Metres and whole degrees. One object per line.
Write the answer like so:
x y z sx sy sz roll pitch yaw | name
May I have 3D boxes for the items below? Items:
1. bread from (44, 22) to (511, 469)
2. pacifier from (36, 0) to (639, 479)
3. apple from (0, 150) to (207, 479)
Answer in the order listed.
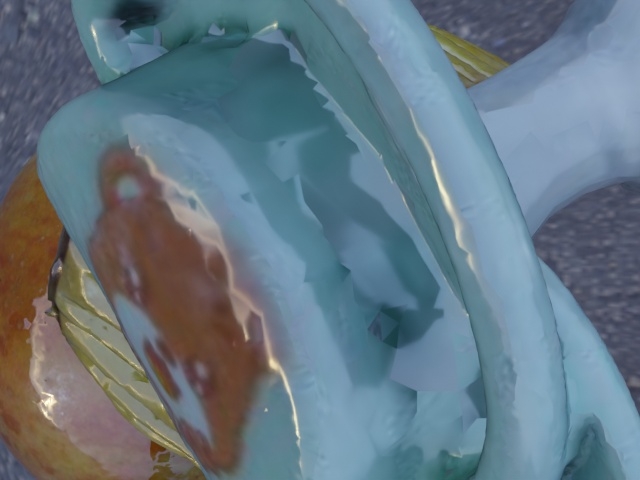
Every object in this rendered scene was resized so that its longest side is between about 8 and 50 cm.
0.000 0.000 0.886 0.142 0.253 0.227 32 105 23 | bread
0.058 -0.023 0.624 0.269 0.288 0.343 -30 81 -17 | pacifier
-0.108 0.053 1.593 0.400 0.400 0.333 -42 57 -9 | apple
